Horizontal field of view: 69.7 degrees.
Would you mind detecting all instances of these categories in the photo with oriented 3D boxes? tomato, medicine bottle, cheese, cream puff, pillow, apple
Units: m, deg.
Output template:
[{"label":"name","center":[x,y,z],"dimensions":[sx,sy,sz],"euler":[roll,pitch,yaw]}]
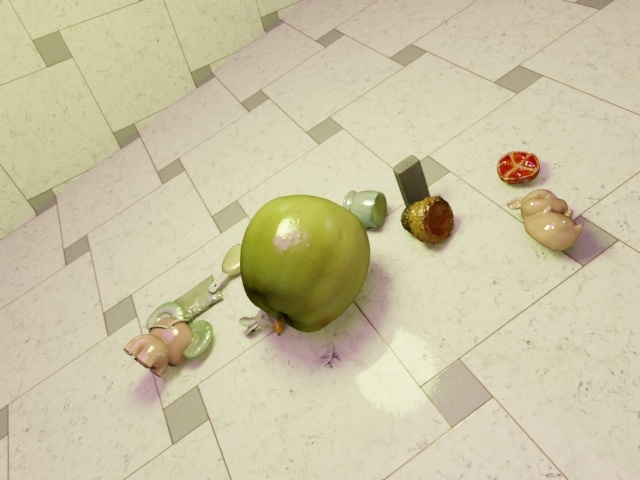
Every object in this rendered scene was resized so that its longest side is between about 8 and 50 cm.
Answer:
[{"label":"tomato","center":[0.750,-0.267,1.747],"dimensions":[0.156,0.069,0.155],"euler":[-13,52,17]},{"label":"medicine bottle","center":[0.178,-0.130,1.848],"dimensions":[0.143,0.147,0.147],"euler":[8,57,32]},{"label":"cheese","center":[-0.388,0.122,1.954],"dimensions":[0.127,0.054,0.251],"euler":[17,56,34]},{"label":"cream puff","center":[0.384,-0.076,1.721],"dimensions":[0.169,0.183,0.183],"euler":[3,51,56]},{"label":"pillow","center":[-0.524,0.255,1.929],"dimensions":[0.230,0.050,0.148],"euler":[-34,53,-9]},{"label":"apple","center":[-0.056,0.074,1.589],"dimensions":[0.474,0.473,0.473],"euler":[-13,49,15]}]

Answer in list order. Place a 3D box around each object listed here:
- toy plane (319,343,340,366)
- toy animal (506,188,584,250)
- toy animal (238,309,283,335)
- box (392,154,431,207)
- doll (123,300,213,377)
[{"label":"toy plane","center":[0.036,0.394,1.570],"dimensions":[0.078,0.024,0.084],"euler":[0,47,26]},{"label":"toy animal","center":[0.754,-0.070,1.530],"dimensions":[0.166,0.154,0.250],"euler":[17,40,-15]},{"label":"toy animal","center":[-0.204,0.296,1.735],"dimensions":[0.182,0.131,0.127],"euler":[-45,16,-23]},{"label":"box","center":[0.355,-0.207,1.762],"dimensions":[0.103,0.243,0.055],"euler":[-35,44,-5]},{"label":"doll","center":[-0.573,0.370,1.744],"dimensions":[0.284,0.216,0.268],"euler":[26,61,19]}]
